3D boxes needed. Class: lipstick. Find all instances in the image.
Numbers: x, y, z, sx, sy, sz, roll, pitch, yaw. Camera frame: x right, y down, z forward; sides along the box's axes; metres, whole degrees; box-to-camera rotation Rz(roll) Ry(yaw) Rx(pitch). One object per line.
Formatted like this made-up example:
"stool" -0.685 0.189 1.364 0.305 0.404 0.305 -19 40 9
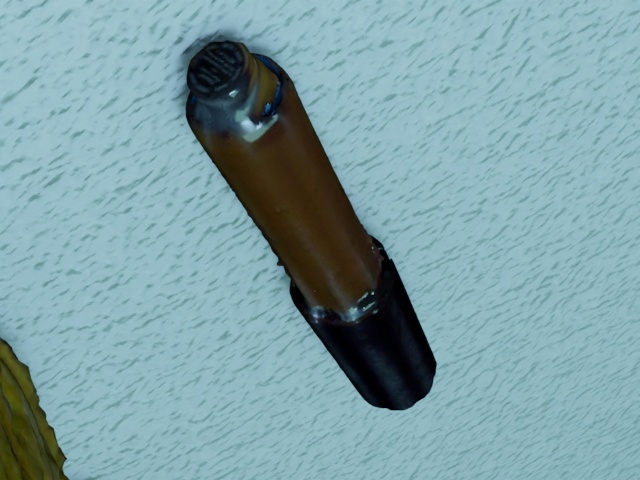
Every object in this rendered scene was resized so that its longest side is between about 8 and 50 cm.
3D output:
"lipstick" 0.000 0.000 1.338 0.077 0.077 0.418 -31 146 0

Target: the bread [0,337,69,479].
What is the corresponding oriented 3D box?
"bread" -0.251 0.208 1.160 0.215 0.398 0.398 -18 148 6
